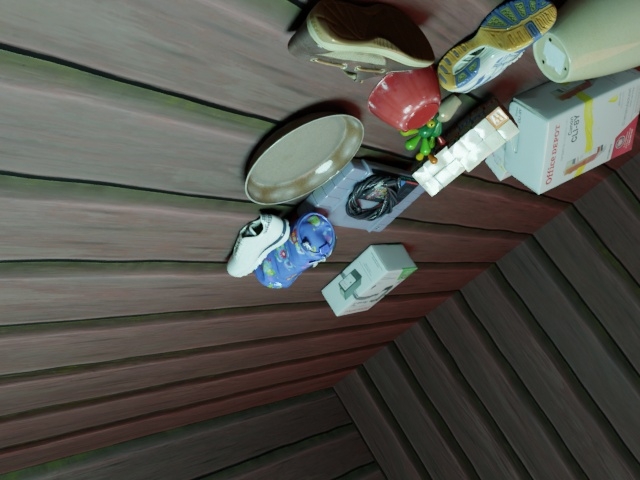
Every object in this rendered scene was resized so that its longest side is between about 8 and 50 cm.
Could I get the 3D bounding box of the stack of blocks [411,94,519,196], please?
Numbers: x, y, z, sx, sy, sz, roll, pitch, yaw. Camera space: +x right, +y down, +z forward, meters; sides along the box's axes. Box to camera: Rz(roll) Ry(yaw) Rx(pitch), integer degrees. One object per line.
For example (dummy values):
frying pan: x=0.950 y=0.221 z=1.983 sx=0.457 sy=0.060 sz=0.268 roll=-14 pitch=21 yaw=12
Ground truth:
stack of blocks: x=0.389 y=-0.255 z=1.972 sx=0.297 sy=0.087 sz=0.171 roll=-40 pitch=-168 yaw=21

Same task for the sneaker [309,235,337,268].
sneaker: x=0.000 y=0.000 z=2.083 sx=0.108 sy=0.100 sz=0.271 roll=-40 pitch=180 yaw=-16

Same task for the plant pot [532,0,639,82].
plant pot: x=0.642 y=-0.484 z=1.669 sx=0.274 sy=0.256 sz=0.256 roll=-29 pitch=159 yaw=-12

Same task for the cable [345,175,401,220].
cable: x=0.139 y=-0.103 z=1.935 sx=0.151 sy=0.047 sz=0.184 roll=-15 pitch=151 yaw=-24

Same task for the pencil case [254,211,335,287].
pencil case: x=-0.071 y=0.037 z=1.962 sx=0.119 sy=0.133 sz=0.306 roll=-18 pitch=168 yaw=-35

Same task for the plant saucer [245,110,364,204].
plant saucer: x=-0.044 y=-0.196 z=1.662 sx=0.311 sy=0.050 sz=0.310 roll=-28 pitch=159 yaw=-12

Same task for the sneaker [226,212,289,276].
sneaker: x=-0.186 y=0.008 z=1.903 sx=0.095 sy=0.090 sz=0.235 roll=18 pitch=129 yaw=-41

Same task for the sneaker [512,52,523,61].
sneaker: x=0.467 y=-0.488 z=1.704 sx=0.170 sy=0.063 sz=0.075 roll=-47 pitch=156 yaw=23

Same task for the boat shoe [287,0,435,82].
boat shoe: x=0.081 y=-0.368 z=1.376 sx=0.342 sy=0.123 sz=0.123 roll=-9 pitch=164 yaw=-46

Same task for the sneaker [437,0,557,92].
sneaker: x=0.409 y=-0.449 z=1.666 sx=0.297 sy=0.111 sz=0.131 roll=-30 pitch=166 yaw=25

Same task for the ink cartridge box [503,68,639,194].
ink cartridge box: x=0.765 y=-0.347 z=2.182 sx=0.385 sy=0.160 sz=0.279 roll=-25 pitch=135 yaw=-17

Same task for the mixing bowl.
mixing bowl: x=0.210 y=-0.321 z=1.668 sx=0.182 sy=0.098 sz=0.181 roll=-27 pitch=158 yaw=-12

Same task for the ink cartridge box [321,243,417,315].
ink cartridge box: x=0.178 y=0.143 z=2.639 sx=0.211 sy=0.121 sz=0.289 roll=-3 pitch=146 yaw=-51

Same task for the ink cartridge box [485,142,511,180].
ink cartridge box: x=0.613 y=-0.281 z=2.336 sx=0.092 sy=0.089 sz=0.143 roll=-26 pitch=158 yaw=-17

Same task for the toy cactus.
toy cactus: x=0.293 y=-0.297 z=1.859 sx=0.180 sy=0.112 sz=0.219 roll=-45 pitch=149 yaw=7

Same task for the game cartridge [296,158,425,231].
game cartridge: x=0.128 y=-0.119 z=2.011 sx=0.355 sy=0.068 sz=0.230 roll=6 pitch=142 yaw=-48
